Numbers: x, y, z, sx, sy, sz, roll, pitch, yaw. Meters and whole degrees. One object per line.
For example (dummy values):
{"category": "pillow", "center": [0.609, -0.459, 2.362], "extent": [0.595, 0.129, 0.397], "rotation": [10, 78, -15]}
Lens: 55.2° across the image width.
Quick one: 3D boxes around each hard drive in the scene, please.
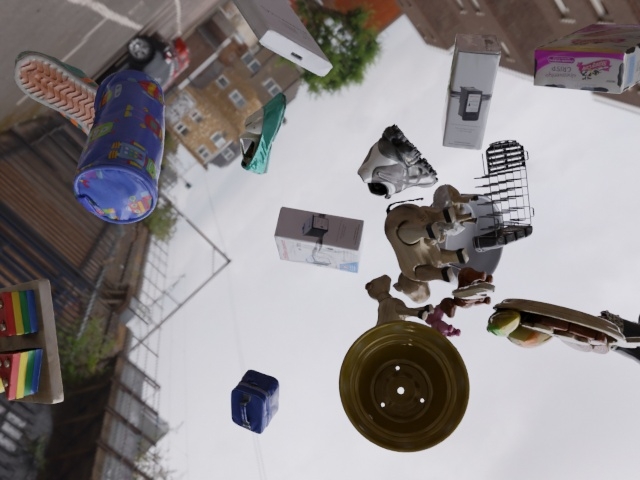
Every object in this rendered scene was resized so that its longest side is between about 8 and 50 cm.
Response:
{"category": "hard drive", "center": [-0.129, -0.564, 1.506], "extent": [0.047, 0.233, 0.353], "rotation": [-44, -122, 25]}

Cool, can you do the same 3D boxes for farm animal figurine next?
{"category": "farm animal figurine", "center": [0.194, 0.069, 1.242], "extent": [0.172, 0.327, 0.330], "rotation": [-1, -167, 42]}

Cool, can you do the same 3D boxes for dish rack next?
{"category": "dish rack", "center": [0.466, -0.118, 1.569], "extent": [0.208, 0.272, 0.074], "rotation": [-15, -170, -43]}

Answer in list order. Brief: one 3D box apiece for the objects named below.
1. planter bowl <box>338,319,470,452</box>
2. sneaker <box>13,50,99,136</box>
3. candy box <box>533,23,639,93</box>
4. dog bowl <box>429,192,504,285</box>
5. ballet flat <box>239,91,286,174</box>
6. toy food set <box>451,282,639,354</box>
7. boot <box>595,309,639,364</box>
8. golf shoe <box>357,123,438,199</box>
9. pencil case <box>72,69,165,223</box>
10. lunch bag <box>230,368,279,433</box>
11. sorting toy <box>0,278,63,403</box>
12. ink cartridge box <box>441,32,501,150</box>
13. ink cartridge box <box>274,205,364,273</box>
{"category": "planter bowl", "center": [0.141, 0.254, 1.056], "extent": [0.217, 0.217, 0.090], "rotation": [-48, 163, -14]}
{"category": "sneaker", "center": [-0.465, -0.275, 1.232], "extent": [0.108, 0.302, 0.121], "rotation": [-45, -145, 6]}
{"category": "candy box", "center": [0.513, -0.334, 1.102], "extent": [0.159, 0.071, 0.233], "rotation": [19, -142, 42]}
{"category": "dog bowl", "center": [0.402, -0.003, 1.737], "extent": [0.104, 0.265, 0.265], "rotation": [10, -126, 52]}
{"category": "ballet flat", "center": [-0.150, -0.257, 1.500], "extent": [0.247, 0.087, 0.083], "rotation": [113, -25, -46]}
{"category": "toy food set", "center": [0.227, 0.090, 0.596], "extent": [0.132, 0.192, 0.039], "rotation": [92, 15, -81]}
{"category": "boot", "center": [0.687, 0.191, 1.347], "extent": [0.085, 0.178, 0.236], "rotation": [-64, 178, 34]}
{"category": "golf shoe", "center": [0.110, -0.104, 0.901], "extent": [0.094, 0.077, 0.198], "rotation": [-43, 155, 13]}
{"category": "pencil case", "center": [-0.327, -0.160, 1.006], "extent": [0.133, 0.119, 0.306], "rotation": [-20, -137, 8]}
{"category": "lunch bag", "center": [-0.110, 0.268, 1.017], "extent": [0.067, 0.099, 0.065], "rotation": [14, -146, 18]}
{"category": "sorting toy", "center": [-0.665, 0.225, 1.315], "extent": [0.257, 0.256, 0.089], "rotation": [-11, 176, 42]}
{"category": "ink cartridge box", "center": [0.227, -0.231, 0.939], "extent": [0.063, 0.151, 0.109], "rotation": [7, -147, 6]}
{"category": "ink cartridge box", "center": [0.000, 0.000, 1.390], "extent": [0.140, 0.190, 0.082], "rotation": [82, 18, -65]}
